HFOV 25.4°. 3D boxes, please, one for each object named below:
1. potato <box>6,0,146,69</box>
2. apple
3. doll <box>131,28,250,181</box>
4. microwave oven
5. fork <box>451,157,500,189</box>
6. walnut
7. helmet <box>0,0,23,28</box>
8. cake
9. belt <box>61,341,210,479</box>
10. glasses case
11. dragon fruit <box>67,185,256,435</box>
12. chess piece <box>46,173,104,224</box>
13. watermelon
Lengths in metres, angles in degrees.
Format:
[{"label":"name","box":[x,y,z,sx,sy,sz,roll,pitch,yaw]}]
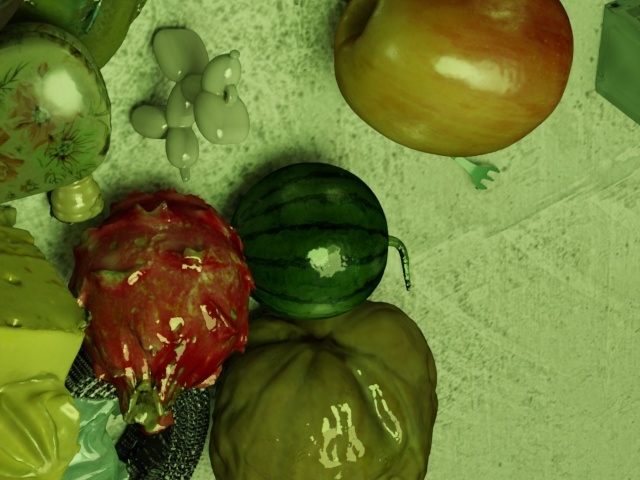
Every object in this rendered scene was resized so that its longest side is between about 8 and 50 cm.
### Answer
[{"label":"potato","box":[-0.239,-0.237,1.300,0.169,0.143,0.248,14,117,-29]},{"label":"apple","box":[0.139,-0.215,1.558,0.241,0.242,0.242,13,116,-27]},{"label":"doll","box":[-0.129,-0.143,1.458,0.059,0.160,0.161,-2,126,-37]},{"label":"microwave oven","box":[0.486,-0.258,1.881,0.208,0.122,0.162,-23,137,-22]},{"label":"fork","box":[0.168,-0.109,1.831,0.235,0.021,0.039,26,103,-48]},{"label":"walnut","box":[0.005,0.236,1.797,0.306,0.306,0.344,-22,144,-23]},{"label":"helmet","box":[-0.340,-0.271,1.130,0.270,0.197,0.338,18,75,-10]},{"label":"cake","box":[-0.369,0.112,1.383,0.227,0.286,0.222,8,118,-42]},{"label":"belt","box":[-0.261,0.239,1.711,0.260,0.122,0.325,-14,131,-36]},{"label":"glasses case","box":[-0.395,-0.083,1.251,0.425,0.098,0.157,-13,128,0]},{"label":"dragon fruit","box":[-0.173,0.071,1.523,0.205,0.268,0.210,15,150,-16]},{"label":"chess piece","box":[-0.262,-0.100,1.471,0.060,0.060,0.172,-22,133,-23]},{"label":"watermelon","box":[0.000,0.000,1.657,0.214,0.188,0.188,-5,130,-11]}]
